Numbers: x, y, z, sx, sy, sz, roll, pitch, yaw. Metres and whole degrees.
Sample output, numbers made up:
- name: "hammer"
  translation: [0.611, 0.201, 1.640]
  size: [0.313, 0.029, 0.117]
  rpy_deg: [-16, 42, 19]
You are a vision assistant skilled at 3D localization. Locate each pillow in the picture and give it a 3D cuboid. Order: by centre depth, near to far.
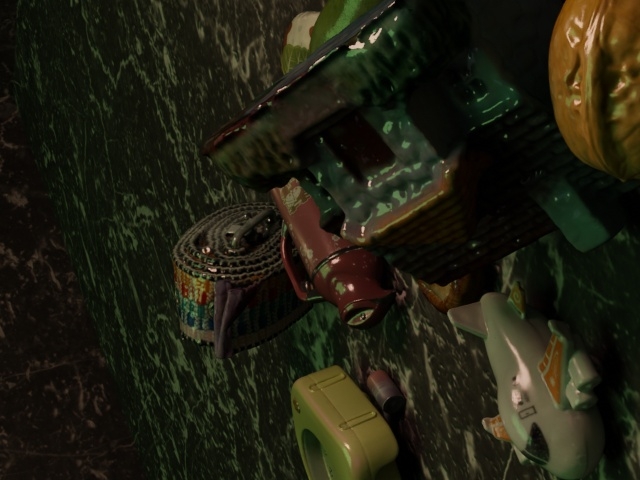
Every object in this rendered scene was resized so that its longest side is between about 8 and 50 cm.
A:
- name: "pillow"
  translation: [0.018, -0.225, 2.097]
  size: [0.233, 0.086, 0.214]
  rpy_deg: [29, 138, 59]

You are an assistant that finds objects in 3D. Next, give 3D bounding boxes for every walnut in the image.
- name: "walnut"
  translation: [0.287, -0.154, 1.350]
  size: [0.159, 0.159, 0.206]
  rpy_deg: [-147, 54, -61]

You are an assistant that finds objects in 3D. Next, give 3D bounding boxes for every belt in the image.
- name: "belt"
  translation: [-0.121, 0.041, 2.306]
  size: [0.207, 0.295, 0.160]
  rpy_deg: [17, 121, 28]

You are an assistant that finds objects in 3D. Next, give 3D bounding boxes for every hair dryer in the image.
- name: "hair dryer"
  translation: [0.099, 0.255, 2.211]
  size: [0.063, 0.037, 0.114]
  rpy_deg: [-125, 24, -49]

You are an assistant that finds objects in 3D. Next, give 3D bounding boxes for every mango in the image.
- name: "mango"
  translation: [0.074, -0.273, 1.820]
  size: [0.114, 0.156, 0.251]
  rpy_deg: [-96, 19, -47]

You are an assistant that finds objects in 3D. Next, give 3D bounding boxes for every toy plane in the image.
- name: "toy plane"
  translation: [0.240, 0.164, 1.688]
  size: [0.245, 0.117, 0.244]
  rpy_deg: [169, 90, -68]

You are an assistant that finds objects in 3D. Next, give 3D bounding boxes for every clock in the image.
- name: "clock"
  translation: [0.049, 0.364, 2.271]
  size: [0.235, 0.096, 0.308]
  rpy_deg: [46, 151, 51]

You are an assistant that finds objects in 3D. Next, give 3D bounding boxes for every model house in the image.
- name: "model house"
  translation: [0.122, -0.086, 1.547]
  size: [0.360, 0.297, 0.339]
  rpy_deg: [-31, 102, 41]

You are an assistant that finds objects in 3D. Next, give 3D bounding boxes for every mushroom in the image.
- name: "mushroom"
  translation: [0.157, 0.037, 1.865]
  size: [0.127, 0.087, 0.127]
  rpy_deg: [172, 90, -68]

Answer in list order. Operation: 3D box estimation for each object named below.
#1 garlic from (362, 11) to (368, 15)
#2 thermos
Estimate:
- name: "garlic"
  translation: [0.144, -0.196, 1.724]
  size: [0.228, 0.110, 0.217]
  rpy_deg: [41, 136, 10]
- name: "thermos"
  translation: [0.001, -0.005, 2.169]
  size: [0.109, 0.136, 0.330]
  rpy_deg: [67, 178, -60]
